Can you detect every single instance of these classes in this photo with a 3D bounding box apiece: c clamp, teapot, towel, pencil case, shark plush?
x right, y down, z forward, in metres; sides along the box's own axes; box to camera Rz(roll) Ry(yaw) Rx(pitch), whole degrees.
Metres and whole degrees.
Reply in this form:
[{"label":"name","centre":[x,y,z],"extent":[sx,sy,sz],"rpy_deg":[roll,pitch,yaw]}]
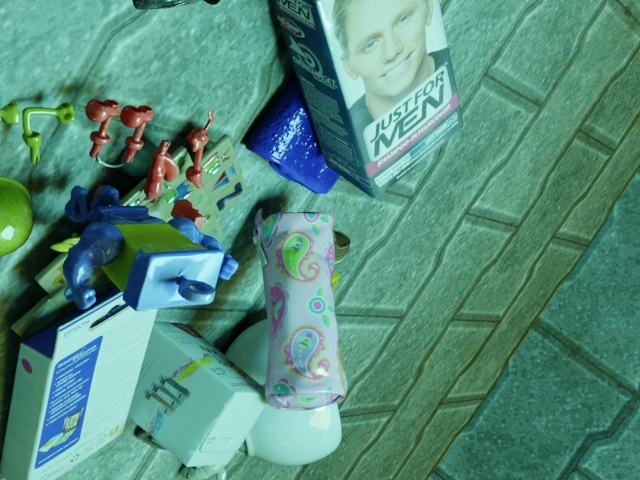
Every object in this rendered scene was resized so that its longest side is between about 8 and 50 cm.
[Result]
[{"label":"c clamp","centre":[-0.207,0.304,2.059],"extent":[0.161,0.137,0.022],"rpy_deg":[71,15,-69]},{"label":"teapot","centre":[-0.088,0.246,2.084],"extent":[0.187,0.252,0.256],"rpy_deg":[-18,126,-13]},{"label":"towel","centre":[0.044,-0.209,1.839],"extent":[0.308,0.076,0.227],"rpy_deg":[-55,158,5]},{"label":"pencil case","centre":[-0.031,0.094,1.888],"extent":[0.124,0.284,0.124],"rpy_deg":[-5,164,-1]},{"label":"shark plush","centre":[-0.173,0.334,2.248],"extent":[0.073,0.067,0.161],"rpy_deg":[31,85,-31]}]

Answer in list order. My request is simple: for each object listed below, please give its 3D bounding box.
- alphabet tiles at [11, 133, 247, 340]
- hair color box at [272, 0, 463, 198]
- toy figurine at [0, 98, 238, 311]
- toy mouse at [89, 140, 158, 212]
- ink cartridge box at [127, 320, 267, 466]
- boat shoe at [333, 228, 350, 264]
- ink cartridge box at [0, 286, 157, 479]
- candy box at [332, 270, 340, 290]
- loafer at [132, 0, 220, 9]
[{"label":"alphabet tiles","centre":[-0.227,0.017,1.666],"extent":[0.342,0.011,0.285],"rpy_deg":[-43,162,-10]},{"label":"hair color box","centre":[0.063,-0.233,1.687],"extent":[0.174,0.105,0.347],"rpy_deg":[-40,141,-17]},{"label":"toy figurine","centre":[-0.194,-0.013,1.395],"extent":[0.362,0.217,0.191],"rpy_deg":[-2,124,-50]},{"label":"toy mouse","centre":[-0.225,-0.063,1.584],"extent":[0.161,0.031,0.143],"rpy_deg":[-50,158,-9]},{"label":"ink cartridge box","centre":[-0.184,0.214,1.877],"extent":[0.127,0.176,0.128],"rpy_deg":[-56,158,7]},{"label":"boat shoe","centre":[0.000,0.000,2.074],"extent":[0.178,0.064,0.060],"rpy_deg":[-3,129,-59]},{"label":"ink cartridge box","centre":[-0.300,0.167,1.688],"extent":[0.175,0.069,0.371],"rpy_deg":[-32,158,-39]},{"label":"candy box","centre":[-0.034,0.146,2.273],"extent":[0.105,0.027,0.206],"rpy_deg":[-25,144,-44]},{"label":"loafer","centre":[-0.112,-0.291,1.424],"extent":[0.223,0.076,0.078],"rpy_deg":[-23,148,-43]}]
